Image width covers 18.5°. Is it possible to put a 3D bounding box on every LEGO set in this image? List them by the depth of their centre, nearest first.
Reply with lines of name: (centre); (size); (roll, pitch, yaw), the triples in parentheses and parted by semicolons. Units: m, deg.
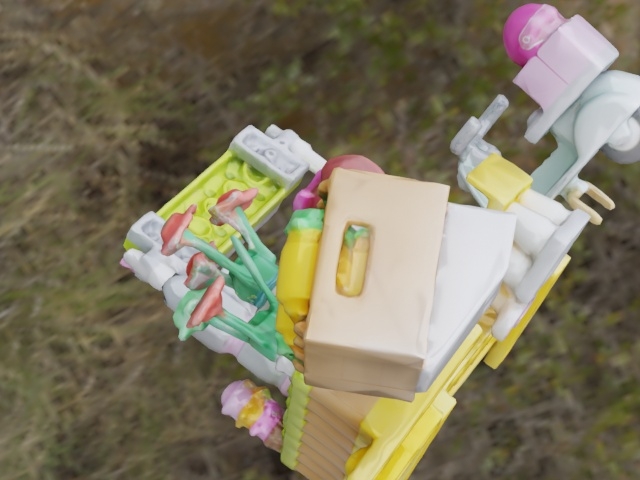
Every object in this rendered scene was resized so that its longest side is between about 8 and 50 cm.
LEGO set: (0.000, 0.000, 0.518); (0.107, 0.132, 0.287); (35, 19, 9)
